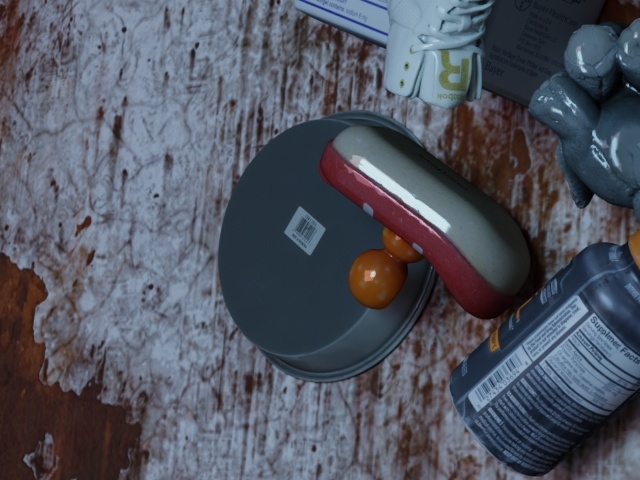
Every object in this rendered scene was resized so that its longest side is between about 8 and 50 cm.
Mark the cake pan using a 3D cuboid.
[{"bbox_3d":[0.000,0.000,2.045,0.293,0.054,0.293,-14,69,40],"label":"cake pan"}]

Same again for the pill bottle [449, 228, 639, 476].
[{"bbox_3d":[0.240,0.090,1.746,0.245,0.130,0.130,-45,53,24],"label":"pill bottle"}]

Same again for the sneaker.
[{"bbox_3d":[0.132,-0.201,1.695,0.292,0.108,0.169,158,113,-73],"label":"sneaker"}]

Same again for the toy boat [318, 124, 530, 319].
[{"bbox_3d":[0.084,0.002,1.873,0.231,0.151,0.151,38,104,18],"label":"toy boat"}]

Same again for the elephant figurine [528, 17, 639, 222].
[{"bbox_3d":[0.281,-0.104,1.741,0.169,0.239,0.186,30,90,11],"label":"elephant figurine"}]

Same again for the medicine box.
[{"bbox_3d":[0.154,-0.308,1.918,0.263,0.149,0.289,28,98,43],"label":"medicine box"}]
